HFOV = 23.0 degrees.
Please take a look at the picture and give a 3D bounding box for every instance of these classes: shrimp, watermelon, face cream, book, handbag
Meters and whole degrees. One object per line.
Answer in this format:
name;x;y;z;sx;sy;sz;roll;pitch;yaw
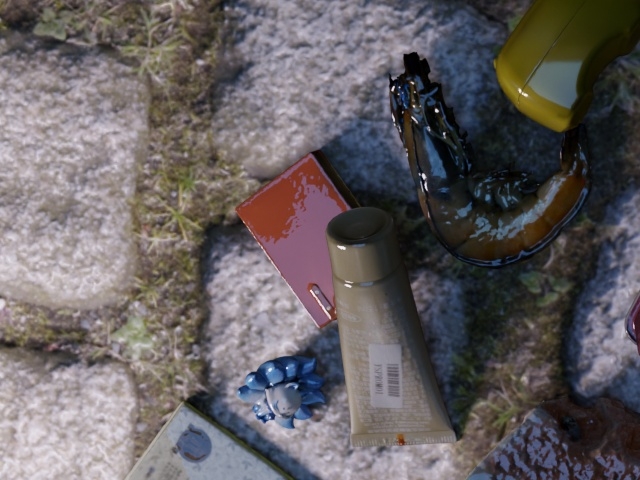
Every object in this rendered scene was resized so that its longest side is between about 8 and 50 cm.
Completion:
shrimp;0.205;-0.114;1.884;0.222;0.054;0.290;-25;96;16
watermelon;0.296;0.326;1.891;0.264;0.151;0.302;31;105;6
face cream;0.075;0.121;1.906;0.137;0.084;0.341;-5;124;12
book;-0.106;0.398;2.054;0.352;0.035;0.239;36;103;5
handbag;0.000;0.000;1.950;0.127;0.063;0.190;-37;87;15

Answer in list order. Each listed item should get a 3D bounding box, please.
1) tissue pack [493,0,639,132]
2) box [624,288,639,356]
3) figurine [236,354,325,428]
tissue pack;0.281;-0.224;1.803;0.127;0.123;0.178;35;90;10
box;0.483;0.046;1.794;0.193;0.167;0.294;28;104;8
figurine;-0.041;0.184;1.978;0.114;0.079;0.114;-1;122;-2
